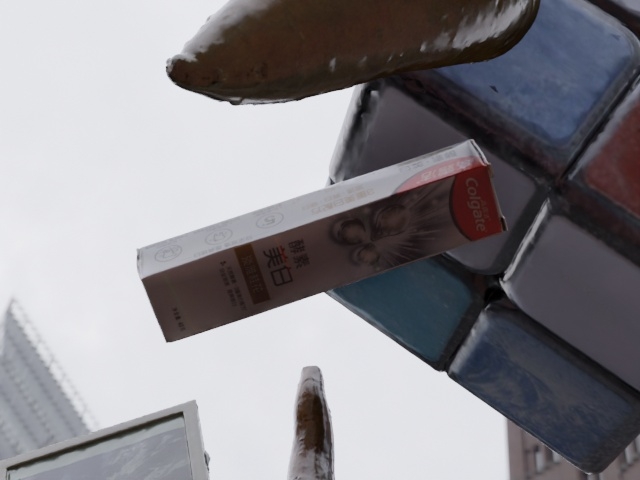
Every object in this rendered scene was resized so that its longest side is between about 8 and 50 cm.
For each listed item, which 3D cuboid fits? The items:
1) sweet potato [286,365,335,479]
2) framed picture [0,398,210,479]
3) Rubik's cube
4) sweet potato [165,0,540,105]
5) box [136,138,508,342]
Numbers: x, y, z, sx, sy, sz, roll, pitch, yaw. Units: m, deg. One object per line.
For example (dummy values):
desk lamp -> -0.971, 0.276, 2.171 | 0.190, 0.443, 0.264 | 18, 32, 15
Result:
sweet potato -> -0.011, 0.237, 1.339 | 0.057, 0.264, 0.057 | 1, -40, 1
framed picture -> -0.189, 0.245, 1.211 | 0.209, 0.281, 0.019 | -18, -63, -3
Rubik's cube -> 0.209, -0.058, 1.111 | 0.313, 0.316, 0.318 | 35, -30, 10
sweet potato -> 0.052, -0.125, 0.721 | 0.108, 0.346, 0.079 | -10, -84, 29
box -> 0.000, 0.000, 0.848 | 0.218, 0.039, 0.055 | -19, -57, -1
